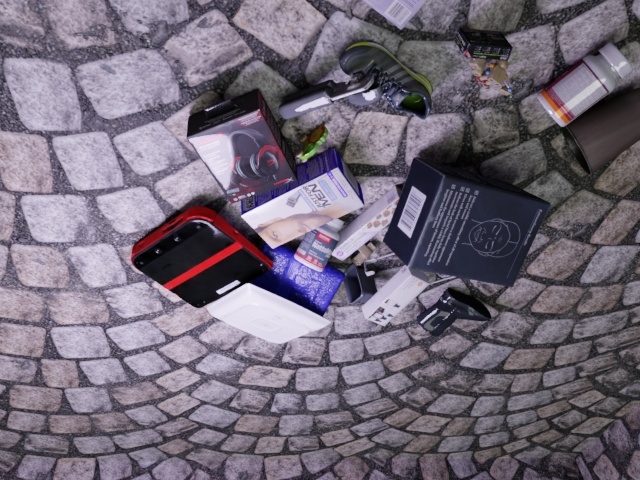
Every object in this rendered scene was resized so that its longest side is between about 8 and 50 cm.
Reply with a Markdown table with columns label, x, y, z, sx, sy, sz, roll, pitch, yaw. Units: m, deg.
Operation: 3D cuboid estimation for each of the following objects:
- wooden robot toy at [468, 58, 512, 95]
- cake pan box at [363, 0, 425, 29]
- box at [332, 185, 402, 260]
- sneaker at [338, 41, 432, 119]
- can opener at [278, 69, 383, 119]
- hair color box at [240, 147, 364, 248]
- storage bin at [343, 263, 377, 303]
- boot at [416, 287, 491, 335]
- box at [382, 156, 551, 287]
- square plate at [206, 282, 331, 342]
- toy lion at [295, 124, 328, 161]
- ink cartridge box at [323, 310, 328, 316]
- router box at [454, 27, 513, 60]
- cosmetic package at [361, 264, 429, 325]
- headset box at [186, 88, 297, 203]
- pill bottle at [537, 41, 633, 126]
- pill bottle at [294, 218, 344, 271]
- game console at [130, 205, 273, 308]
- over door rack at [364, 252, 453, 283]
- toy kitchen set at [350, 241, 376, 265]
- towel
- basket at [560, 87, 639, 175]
| label | x | y | z | sx | sy | sz | roll | pitch | yaw |
| --- | --- | --- | --- | --- | --- | --- | --- | --- | --- |
| wooden robot toy | 0.468 | -0.465 | 1.505 | 0.173 | 0.076 | 0.079 | 25 | 91 | -29 |
| cake pan box | 0.175 | -0.649 | 1.258 | 0.267 | 0.070 | 0.246 | 24 | 129 | -29 |
| box | 0.159 | -0.054 | 1.858 | 0.063 | 0.067 | 0.324 | 30 | 123 | -32 |
| sneaker | 0.183 | -0.414 | 1.455 | 0.300 | 0.121 | 0.111 | 19 | 129 | -25 |
| can opener | 0.026 | -0.362 | 1.449 | 0.283 | 0.076 | 0.095 | -10 | 131 | 35 |
| hair color box | -0.057 | -0.124 | 1.726 | 0.339 | 0.110 | 0.185 | -24 | 134 | 18 |
| storage bin | 0.147 | 0.167 | 2.036 | 0.091 | 0.135 | 0.098 | 11 | 140 | -32 |
| boot | 0.536 | 0.310 | 2.256 | 0.246 | 0.094 | 0.207 | 25 | 123 | -21 |
| box | 0.445 | -0.054 | 1.724 | 0.395 | 0.212 | 0.293 | 12 | 109 | -21 |
| square plate | -0.195 | 0.281 | 1.992 | 0.347 | 0.049 | 0.344 | 28 | 147 | -24 |
| toy lion | -0.019 | -0.280 | 1.581 | 0.096 | 0.100 | 0.034 | -19 | 136 | 38 |
| ink cartridge box | -0.097 | 0.259 | 2.119 | 0.208 | 0.087 | 0.153 | -32 | 131 | 20 |
| router box | 0.416 | -0.501 | 1.423 | 0.122 | 0.092 | 0.038 | 2 | 135 | -9 |
| cosmetic package | 0.261 | 0.195 | 1.944 | 0.099 | 0.060 | 0.239 | 24 | 120 | -33 |
| headset box | -0.220 | -0.267 | 1.553 | 0.218 | 0.110 | 0.293 | -18 | 135 | 10 |
| pill bottle | 0.721 | -0.425 | 1.523 | 0.121 | 0.121 | 0.221 | 31 | 123 | -33 |
| pill bottle | 0.000 | 0.000 | 1.816 | 0.108 | 0.108 | 0.180 | 26 | 93 | -30 |
| game console | -0.403 | 0.066 | 1.859 | 0.386 | 0.060 | 0.342 | -28 | 129 | 29 |
| over door rack | 0.327 | 0.083 | 1.980 | 0.324 | 0.108 | 0.239 | -26 | 132 | 6 |
| toy kitchen set | 0.140 | 0.036 | 1.976 | 0.083 | 0.075 | 0.068 | -43 | 91 | -9 |
| towel | -0.092 | 0.143 | 1.934 | 0.308 | 0.076 | 0.227 | 23 | 124 | -4 |
| basket | 0.851 | -0.327 | 1.628 | 0.227 | 0.154 | 0.204 | -31 | 129 | 17 |
